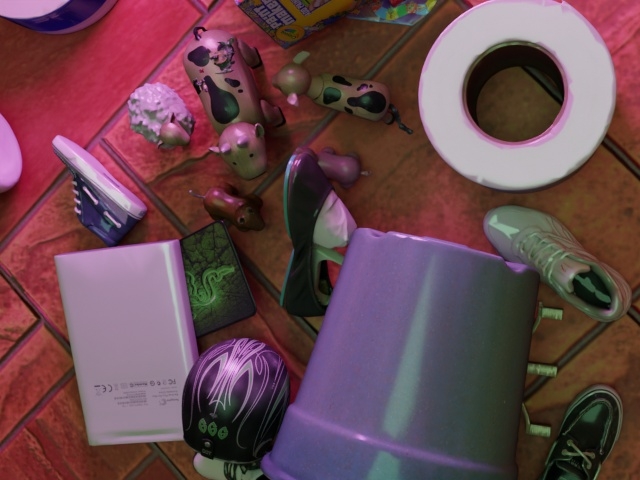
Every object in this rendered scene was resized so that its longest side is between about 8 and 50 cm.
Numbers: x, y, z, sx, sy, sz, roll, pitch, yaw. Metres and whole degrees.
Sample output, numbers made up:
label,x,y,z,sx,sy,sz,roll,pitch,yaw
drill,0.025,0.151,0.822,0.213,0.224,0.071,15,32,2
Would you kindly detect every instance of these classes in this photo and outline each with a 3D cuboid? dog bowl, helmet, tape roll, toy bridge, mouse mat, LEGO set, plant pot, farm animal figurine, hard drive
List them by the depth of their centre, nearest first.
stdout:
label,x,y,z,sx,sy,sz,roll,pitch,yaw
plant pot,0.126,0.172,1.156,0.341,0.341,0.334,14,87,14
tape roll,0.262,-0.185,1.178,0.246,0.169,0.246,0,91,14
LEGO set,-0.139,-0.240,1.211,0.083,0.023,0.054,-37,67,19
toy bridge,0.302,0.179,1.250,0.063,0.026,0.188,5,92,16
farm animal figurine,-0.089,-0.179,1.267,0.330,0.172,0.327,-41,81,12
helmet,-0.121,0.224,1.287,0.169,0.169,0.161,18,96,14
mouse mat,-0.185,0.067,1.347,0.190,0.007,0.152,-25,85,38
hard drive,-0.292,0.162,1.377,0.203,0.040,0.307,-7,96,15
dog bowl,-0.434,-0.464,1.386,0.265,0.104,0.265,0,91,15

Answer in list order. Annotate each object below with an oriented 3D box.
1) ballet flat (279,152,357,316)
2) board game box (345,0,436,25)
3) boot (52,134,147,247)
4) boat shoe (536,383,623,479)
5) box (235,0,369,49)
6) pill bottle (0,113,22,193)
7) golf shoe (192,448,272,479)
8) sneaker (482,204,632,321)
label,x,y,z,sx,sy,sz,roll,pitch,yaw
ballet flat,0.000,0.000,1.242,0.096,0.095,0.280,15,134,13
board game box,0.094,-0.387,1.287,0.169,0.033,0.133,11,94,15
boot,-0.369,-0.077,1.395,0.190,0.069,0.086,42,98,8
boat shoe,0.352,0.302,1.216,0.078,0.070,0.219,25,97,13
box,-0.016,-0.475,1.219,0.279,0.177,0.290,-28,74,14
pill bottle,-0.637,-0.110,1.419,0.278,0.162,0.162,-20,86,15
golf shoe,-0.109,0.341,1.327,0.198,0.094,0.077,1,93,16
sneaker,0.321,0.026,1.194,0.232,0.115,0.090,34,99,11
